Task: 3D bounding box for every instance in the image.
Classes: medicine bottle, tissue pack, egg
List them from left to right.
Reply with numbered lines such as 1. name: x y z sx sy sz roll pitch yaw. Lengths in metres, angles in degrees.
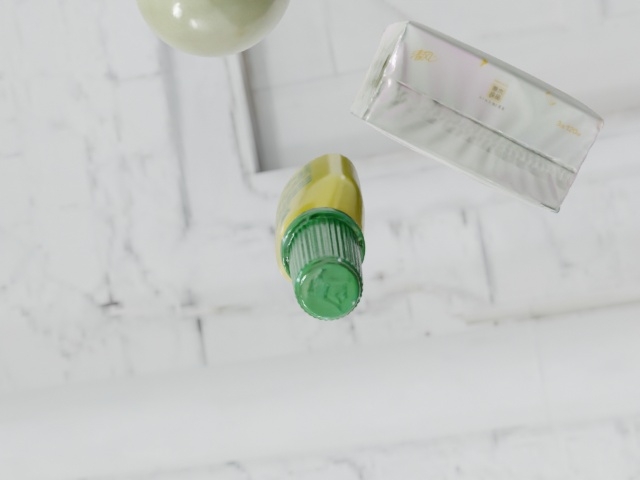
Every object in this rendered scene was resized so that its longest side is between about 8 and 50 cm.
1. egg: -0.128 -0.328 1.856 0.254 0.189 0.188 -44 -56 -63
2. medicine bottle: 0.000 0.000 1.290 0.309 0.076 0.111 -93 26 -76
3. tissue pack: 0.158 -0.133 1.555 0.124 0.225 0.185 -64 6 7
